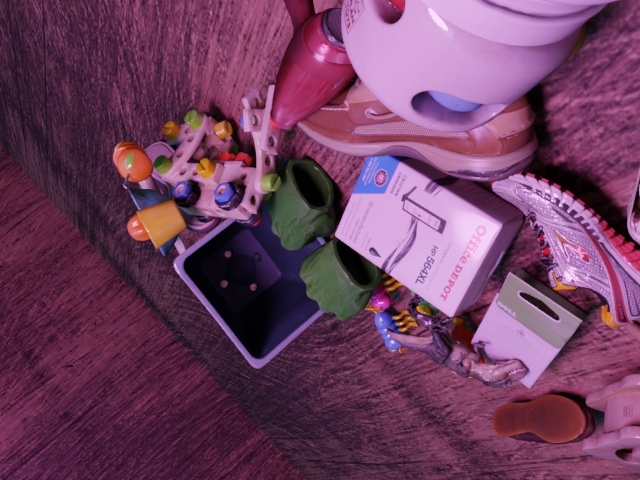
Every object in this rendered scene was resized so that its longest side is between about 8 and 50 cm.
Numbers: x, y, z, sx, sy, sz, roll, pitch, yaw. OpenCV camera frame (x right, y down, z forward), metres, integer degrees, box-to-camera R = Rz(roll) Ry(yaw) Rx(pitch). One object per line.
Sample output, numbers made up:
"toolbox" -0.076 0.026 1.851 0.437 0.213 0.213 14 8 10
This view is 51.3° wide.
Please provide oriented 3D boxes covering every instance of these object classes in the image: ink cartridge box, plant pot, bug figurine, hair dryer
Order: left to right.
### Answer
"plant pot" -0.131 0.060 1.304 0.248 0.247 0.252 54 165 -11
"hair dryer" -0.008 -0.261 0.762 0.224 0.080 0.294 -122 39 -53
"bug figurine" 0.160 0.129 1.131 0.279 0.072 0.216 4 129 54
"ink cartridge box" 0.141 -0.020 0.887 0.203 0.085 0.148 35 119 25
"ink cartridge box" 0.292 0.111 0.923 0.109 0.062 0.209 38 151 21

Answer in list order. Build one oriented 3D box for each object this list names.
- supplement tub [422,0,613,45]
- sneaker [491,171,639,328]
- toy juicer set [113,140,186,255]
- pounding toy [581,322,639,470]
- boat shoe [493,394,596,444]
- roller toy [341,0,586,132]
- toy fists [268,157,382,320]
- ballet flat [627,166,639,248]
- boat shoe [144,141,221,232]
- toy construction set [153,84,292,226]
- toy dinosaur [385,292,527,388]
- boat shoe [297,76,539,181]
"supplement tub" 0.176 -0.290 0.388 0.228 0.228 0.316 46 153 5
"sneaker" 0.277 0.006 0.744 0.225 0.093 0.088 44 -169 11
"toy juicer set" -0.322 -0.067 1.198 0.209 0.089 0.329 61 168 2
"pounding toy" 0.437 0.193 0.814 0.154 0.155 0.269 14 157 4
"boat shoe" 0.363 0.285 1.053 0.073 0.073 0.207 15 164 -18
"roller toy" 0.120 -0.206 0.606 0.209 0.191 0.146 46 148 -2
"toy fists" 0.000 0.000 1.124 0.279 0.096 0.142 59 142 14
"ballet flat" 0.336 -0.037 0.677 0.057 0.052 0.168 24 145 38
"boat shoe" -0.277 -0.105 1.405 0.335 0.112 0.095 44 174 43
"toy construction set" -0.157 -0.142 1.132 0.151 0.215 0.327 33 158 -34
"toy dinosaur" 0.175 0.147 1.006 0.268 0.064 0.118 18 141 47
"boat shoe" 0.104 -0.168 0.792 0.323 0.122 0.120 17 135 33
